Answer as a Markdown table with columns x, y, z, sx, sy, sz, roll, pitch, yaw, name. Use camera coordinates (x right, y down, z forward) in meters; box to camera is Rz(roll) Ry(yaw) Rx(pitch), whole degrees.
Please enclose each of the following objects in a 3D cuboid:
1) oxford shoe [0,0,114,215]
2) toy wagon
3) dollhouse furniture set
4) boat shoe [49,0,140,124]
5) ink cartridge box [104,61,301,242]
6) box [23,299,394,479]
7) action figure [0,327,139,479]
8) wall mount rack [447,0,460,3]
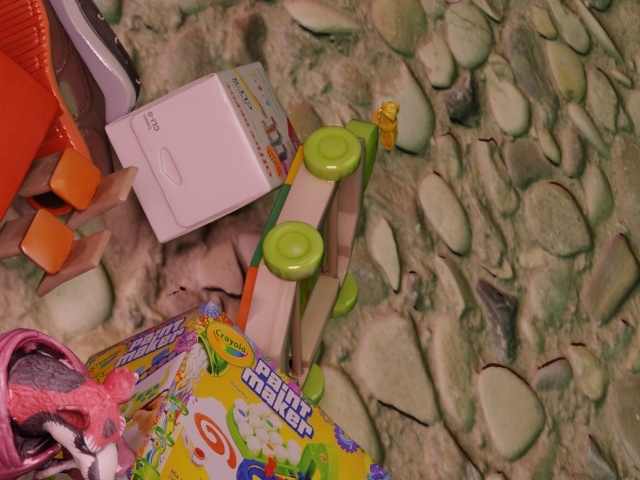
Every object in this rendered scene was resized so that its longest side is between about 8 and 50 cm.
| x | y | z | sx | sy | sz | roll | pitch | yaw | name |
| --- | --- | --- | --- | --- | --- | --- | --- | --- | --- |
| -0.266 | -0.157 | 1.681 | 0.098 | 0.097 | 0.271 | -18 | 92 | -64 | oxford shoe |
| 0.000 | 0.000 | 1.768 | 0.267 | 0.068 | 0.344 | 90 | 17 | -55 | toy wagon |
| -0.290 | -0.049 | 1.462 | 0.262 | 0.135 | 0.259 | 40 | 48 | -26 | dollhouse furniture set |
| -0.249 | -0.220 | 1.736 | 0.228 | 0.080 | 0.076 | 52 | 23 | -12 | boat shoe |
| -0.106 | -0.089 | 1.740 | 0.128 | 0.127 | 0.176 | 64 | 16 | -3 | ink cartridge box |
| -0.102 | 0.264 | 1.565 | 0.290 | 0.177 | 0.279 | 46 | 42 | -22 | box |
| -0.254 | 0.134 | 1.304 | 0.248 | 0.370 | 0.275 | 11 | 62 | -45 | action figure |
| 0.112 | -0.428 | 2.207 | 0.350 | 0.130 | 0.304 | -27 | 92 | -51 | wall mount rack |
